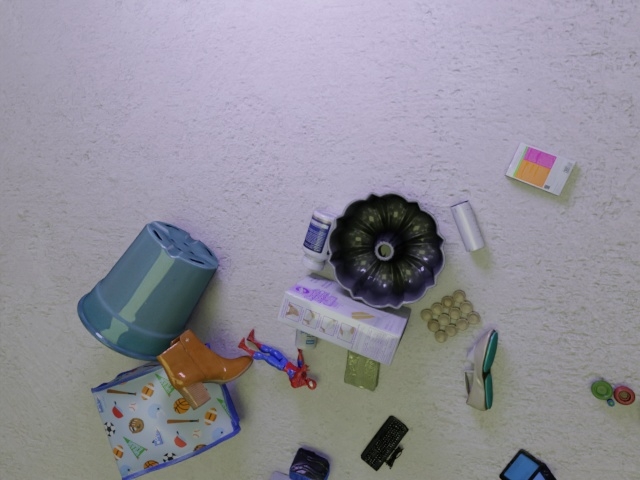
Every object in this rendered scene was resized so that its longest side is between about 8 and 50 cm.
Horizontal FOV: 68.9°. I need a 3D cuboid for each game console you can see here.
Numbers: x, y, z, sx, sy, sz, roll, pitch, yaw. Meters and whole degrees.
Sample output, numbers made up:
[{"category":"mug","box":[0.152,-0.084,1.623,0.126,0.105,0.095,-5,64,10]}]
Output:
[{"category":"game console","box":[0.593,0.686,1.333,0.071,0.107,0.122,23,107,-17]}]

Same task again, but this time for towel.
[{"category":"towel","box":[0.131,0.392,1.453,0.110,0.027,0.147,9,101,15]}]

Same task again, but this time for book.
[{"category":"book","box":[0.574,-0.188,1.222,0.144,0.035,0.096,25,102,12]}]

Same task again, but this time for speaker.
[{"category":"speaker","box":[0.406,-0.038,1.285,0.055,0.055,0.136,-21,92,19]}]

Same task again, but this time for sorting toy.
[{"category":"sorting toy","box":[0.781,0.412,1.251,0.102,0.042,0.061,12,86,27]}]

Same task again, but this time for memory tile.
[{"category":"memory tile","box":[0.376,0.221,1.357,0.148,0.012,0.113,-35,87,20]}]

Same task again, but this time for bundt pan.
[{"category":"bundt pan","box":[0.190,0.020,1.326,0.331,0.124,0.330,3,100,16]}]

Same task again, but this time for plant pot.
[{"category":"plant pot","box":[-0.518,0.141,1.475,0.341,0.341,0.334,37,100,9]}]

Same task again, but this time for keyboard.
[{"category":"keyboard","box":[0.209,0.650,1.464,0.100,0.038,0.192,33,107,10]}]

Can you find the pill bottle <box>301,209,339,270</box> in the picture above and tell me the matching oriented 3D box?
[{"category":"pill bottle","box":[0.000,0.000,1.397,0.094,0.094,0.169,22,104,13]}]

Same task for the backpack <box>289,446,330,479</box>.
[{"category":"backpack","box":[-0.030,0.751,1.526,0.120,0.098,0.101,12,131,15]}]

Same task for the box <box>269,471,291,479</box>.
[{"category":"box","box":[-0.112,0.887,1.525,0.182,0.181,0.118,14,103,14]}]

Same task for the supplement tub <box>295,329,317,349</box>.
[{"category":"supplement tub","box":[-0.041,0.282,1.467,0.071,0.071,0.107,9,101,16]}]

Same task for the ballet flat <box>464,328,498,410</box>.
[{"category":"ballet flat","box":[0.450,0.364,1.327,0.086,0.086,0.248,4,100,17]}]

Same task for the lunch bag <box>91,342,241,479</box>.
[{"category":"lunch bag","box":[-0.491,0.552,1.558,0.386,0.239,0.327,-22,90,4]}]

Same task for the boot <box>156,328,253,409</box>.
[{"category":"boot","box":[-0.351,0.363,1.459,0.104,0.295,0.211,-32,89,34]}]

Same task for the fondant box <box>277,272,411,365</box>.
[{"category":"fondant box","box":[0.076,0.212,1.330,0.331,0.238,0.096,18,104,14]}]

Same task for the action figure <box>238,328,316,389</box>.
[{"category":"action figure","box":[-0.116,0.366,1.489,0.280,0.091,0.139,35,119,10]}]
